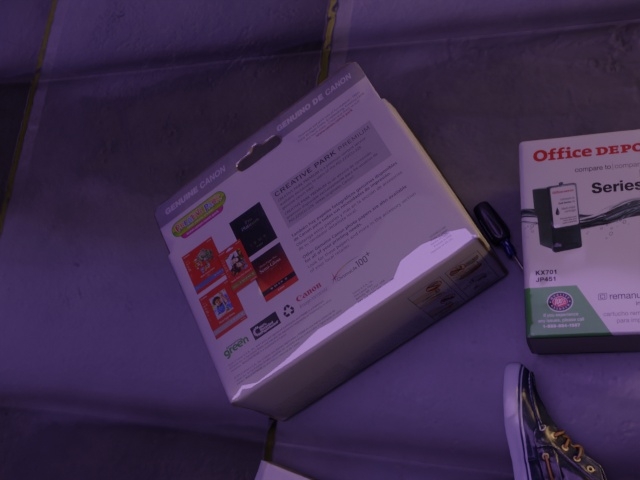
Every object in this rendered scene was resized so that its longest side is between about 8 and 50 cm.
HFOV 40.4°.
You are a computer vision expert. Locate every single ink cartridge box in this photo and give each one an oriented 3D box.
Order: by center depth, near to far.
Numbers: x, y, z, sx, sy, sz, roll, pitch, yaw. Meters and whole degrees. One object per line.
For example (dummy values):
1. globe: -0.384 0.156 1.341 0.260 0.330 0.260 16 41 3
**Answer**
1. ink cartridge box: 0.278 0.002 0.863 0.153 0.087 0.208 -5 70 18
2. ink cartridge box: 0.000 0.000 0.977 0.309 0.130 0.272 -34 60 11

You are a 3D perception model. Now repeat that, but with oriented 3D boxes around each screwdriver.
1. screwdriver: 0.212 0.029 0.933 0.025 0.024 0.170 -45 62 40

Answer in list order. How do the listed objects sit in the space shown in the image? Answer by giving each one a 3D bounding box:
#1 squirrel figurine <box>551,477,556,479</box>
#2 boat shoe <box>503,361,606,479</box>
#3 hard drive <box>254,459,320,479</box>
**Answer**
1. squirrel figurine: 0.197 0.353 0.615 0.281 0.370 0.397 -12 33 -18
2. boat shoe: 0.228 0.206 0.839 0.083 0.065 0.183 -11 75 20
3. hard drive: -0.023 0.410 0.898 0.203 0.040 0.307 13 78 29
